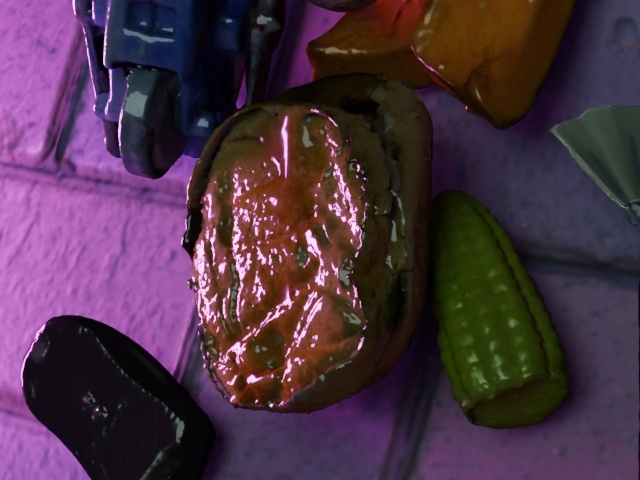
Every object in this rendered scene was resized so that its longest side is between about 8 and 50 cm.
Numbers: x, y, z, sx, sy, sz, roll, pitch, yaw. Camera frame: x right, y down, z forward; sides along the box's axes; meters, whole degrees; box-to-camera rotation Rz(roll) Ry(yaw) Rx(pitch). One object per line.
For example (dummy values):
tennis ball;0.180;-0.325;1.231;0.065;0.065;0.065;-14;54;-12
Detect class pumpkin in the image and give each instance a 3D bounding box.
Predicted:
pumpkin;0.125;-0.243;1.314;0.258;0.095;0.290;18;83;43

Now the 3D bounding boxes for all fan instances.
fan;0.284;-0.041;1.160;0.240;0.009;0.131;34;68;23

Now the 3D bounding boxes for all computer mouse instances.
computer mouse;-0.184;0.158;1.389;0.217;0.073;0.122;43;101;28

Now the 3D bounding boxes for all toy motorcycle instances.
toy motorcycle;-0.129;-0.217;1.366;0.241;0.182;0.319;-117;34;-68

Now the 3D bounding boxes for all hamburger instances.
hamburger;-0.002;0.001;1.265;0.265;0.134;0.285;-6;79;47

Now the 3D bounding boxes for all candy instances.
candy;0.129;0.047;1.220;0.097;0.097;0.209;-30;56;21

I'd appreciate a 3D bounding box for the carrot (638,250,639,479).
carrot;0.267;0.082;1.141;0.066;0.066;0.314;-8;67;30

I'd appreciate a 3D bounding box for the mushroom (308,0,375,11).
mushroom;0.020;-0.260;1.274;0.148;0.112;0.148;-33;47;46
